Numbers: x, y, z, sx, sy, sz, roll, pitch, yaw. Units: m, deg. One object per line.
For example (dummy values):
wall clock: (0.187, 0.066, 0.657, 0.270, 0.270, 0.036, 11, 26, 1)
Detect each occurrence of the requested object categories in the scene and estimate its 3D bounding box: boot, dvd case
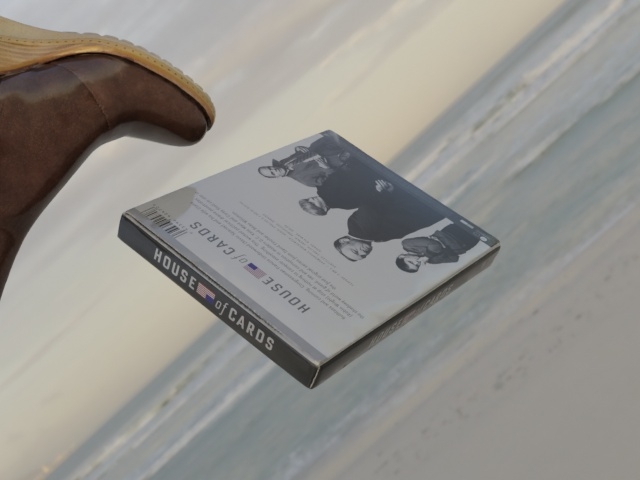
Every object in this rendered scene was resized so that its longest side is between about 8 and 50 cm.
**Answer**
boot: (-0.197, -0.040, 0.726, 0.090, 0.249, 0.206, -21, 58, 58)
dvd case: (0.000, 0.000, 0.799, 0.239, 0.179, 0.029, -28, -33, -48)
